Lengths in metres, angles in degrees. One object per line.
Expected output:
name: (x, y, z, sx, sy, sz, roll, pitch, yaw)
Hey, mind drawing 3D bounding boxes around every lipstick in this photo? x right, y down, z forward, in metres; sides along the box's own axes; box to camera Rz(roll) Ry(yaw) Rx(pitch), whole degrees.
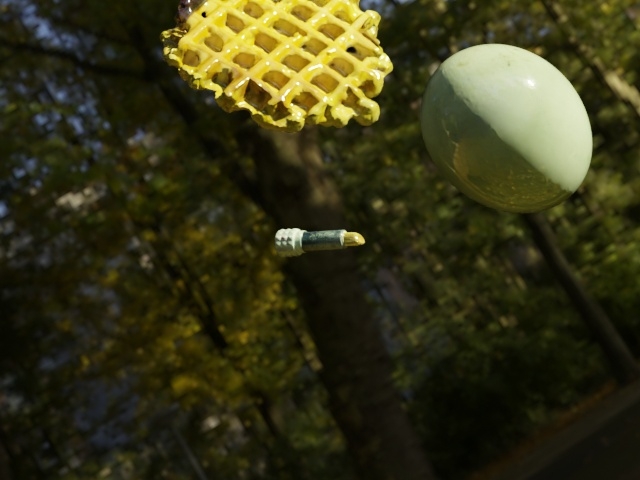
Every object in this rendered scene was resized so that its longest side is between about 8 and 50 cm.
lipstick: (0.000, 0.000, 1.774, 0.116, 0.037, 0.037, -5, 4, 26)

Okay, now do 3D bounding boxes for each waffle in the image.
waffle: (-0.053, -0.263, 1.804, 0.307, 0.311, 0.060, 10, -42, -14)

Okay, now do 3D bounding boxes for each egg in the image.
egg: (0.182, -0.106, 1.352, 0.149, 0.192, 0.149, -36, 32, 28)
